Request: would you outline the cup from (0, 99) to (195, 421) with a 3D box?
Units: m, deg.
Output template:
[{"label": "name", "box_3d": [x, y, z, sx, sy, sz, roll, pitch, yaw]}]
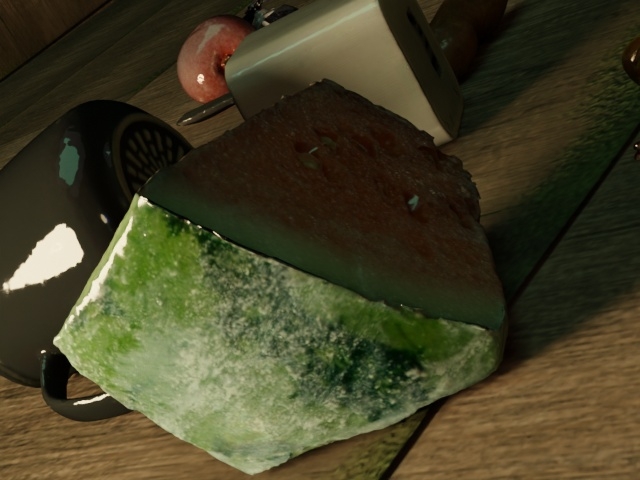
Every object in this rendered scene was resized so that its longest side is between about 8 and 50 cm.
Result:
[{"label": "cup", "box_3d": [-0.161, 0.026, 0.931, 0.176, 0.169, 0.223, -27, 49, 23]}]

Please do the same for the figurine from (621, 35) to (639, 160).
[{"label": "figurine", "box_3d": [0.227, -0.090, 0.737, 0.122, 0.121, 0.176, 3, 15, 9]}]

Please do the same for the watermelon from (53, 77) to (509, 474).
[{"label": "watermelon", "box_3d": [0.000, 0.000, 0.750, 0.140, 0.193, 0.257, -56, 7, 33]}]

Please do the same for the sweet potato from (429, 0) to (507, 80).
[{"label": "sweet potato", "box_3d": [0.122, -0.184, 1.192, 0.055, 0.058, 0.202, 22, 44, 12]}]

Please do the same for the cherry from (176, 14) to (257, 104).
[{"label": "cherry", "box_3d": [-0.119, -0.199, 1.546, 0.126, 0.087, 0.106, -17, 34, 52]}]

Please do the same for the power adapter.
[{"label": "power adapter", "box_3d": [-0.010, -0.105, 1.056, 0.204, 0.130, 0.125, -22, 20, 20]}]

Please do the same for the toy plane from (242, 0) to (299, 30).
[{"label": "toy plane", "box_3d": [-0.060, -0.238, 1.584, 0.053, 0.078, 0.197, -40, 5, -21]}]
